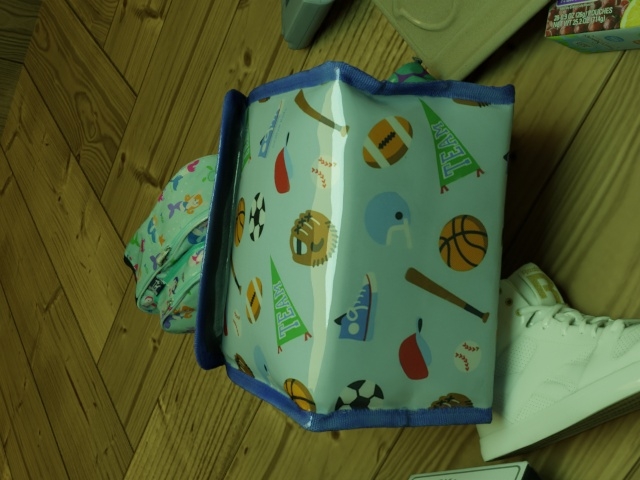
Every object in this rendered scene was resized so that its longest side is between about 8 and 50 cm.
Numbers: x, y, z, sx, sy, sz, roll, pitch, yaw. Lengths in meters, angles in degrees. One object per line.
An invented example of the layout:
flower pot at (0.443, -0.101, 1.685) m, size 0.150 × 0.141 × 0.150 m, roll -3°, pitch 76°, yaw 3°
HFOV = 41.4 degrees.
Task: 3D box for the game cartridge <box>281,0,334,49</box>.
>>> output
game cartridge at (-0.014, -0.440, 1.185) m, size 0.196 × 0.060 × 0.294 m, roll 138°, pitch 133°, yaw -77°

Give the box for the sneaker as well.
sneaker at (0.232, 0.085, 0.786) m, size 0.292 × 0.108 × 0.169 m, roll -38°, pitch 58°, yaw 44°

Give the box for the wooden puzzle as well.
wooden puzzle at (0.118, -0.366, 0.896) m, size 0.348 × 0.080 × 0.322 m, roll 55°, pitch 155°, yaw 2°

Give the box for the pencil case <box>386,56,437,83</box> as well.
pencil case at (0.138, -0.142, 0.955) m, size 0.152 × 0.070 × 0.065 m, roll 46°, pitch 124°, yaw 32°

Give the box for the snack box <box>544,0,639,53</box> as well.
snack box at (0.318, -0.270, 0.769) m, size 0.207 × 0.070 × 0.175 m, roll 10°, pitch 91°, yaw 51°

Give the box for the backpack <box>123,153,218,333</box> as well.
backpack at (-0.130, 0.008, 1.174) m, size 0.254 × 0.225 × 0.191 m, roll -56°, pitch 46°, yaw 30°

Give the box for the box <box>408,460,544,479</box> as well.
box at (0.105, 0.348, 0.778) m, size 0.169 × 0.087 × 0.290 m, roll -25°, pitch 20°, yaw 49°

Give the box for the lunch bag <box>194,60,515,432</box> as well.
lunch bag at (0.000, 0.000, 0.901) m, size 0.385 × 0.238 × 0.328 m, roll -169°, pitch 84°, yaw -67°
